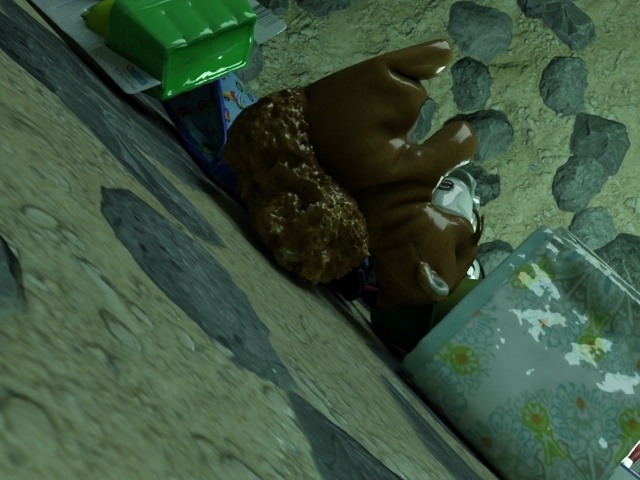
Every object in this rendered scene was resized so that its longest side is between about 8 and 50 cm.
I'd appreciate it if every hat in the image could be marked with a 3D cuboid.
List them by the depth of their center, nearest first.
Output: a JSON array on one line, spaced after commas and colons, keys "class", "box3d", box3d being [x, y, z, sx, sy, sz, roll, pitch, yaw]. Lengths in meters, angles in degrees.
[{"class": "hat", "box3d": [0.093, 0.116, 1.411, 0.184, 0.173, 0.208, 12, -20, 4]}]

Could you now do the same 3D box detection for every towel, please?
[{"class": "towel", "box3d": [0.348, 0.180, 1.238, 0.320, 0.374, 0.090, 44, -25, 17]}]

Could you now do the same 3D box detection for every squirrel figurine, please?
[{"class": "squirrel figurine", "box3d": [0.057, -0.059, 1.250, 0.281, 0.397, 0.370, -12, -83, 61]}]

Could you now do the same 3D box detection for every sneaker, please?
[{"class": "sneaker", "box3d": [0.000, 0.000, 1.355, 0.232, 0.081, 0.090, 46, 27, -22]}, {"class": "sneaker", "box3d": [0.244, 0.036, 1.649, 0.122, 0.146, 0.330, 7, -57, 30]}]

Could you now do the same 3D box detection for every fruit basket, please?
[{"class": "fruit basket", "box3d": [-0.288, -0.385, 1.383, 0.353, 0.327, 0.165, 38, -40, 25]}]

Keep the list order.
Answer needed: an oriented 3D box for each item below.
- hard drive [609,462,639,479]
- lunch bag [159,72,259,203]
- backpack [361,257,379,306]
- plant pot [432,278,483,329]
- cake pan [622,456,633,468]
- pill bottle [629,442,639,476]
[{"class": "hard drive", "box3d": [0.476, 0.424, 1.424, 0.210, 0.040, 0.318, 39, -14, 29]}, {"class": "lunch bag", "box3d": [-0.136, -0.148, 1.454, 0.221, 0.138, 0.293, 43, 14, -46]}, {"class": "backpack", "box3d": [0.140, 0.044, 1.734, 0.117, 0.173, 0.158, 40, 5, -46]}, {"class": "plant pot", "box3d": [0.289, 0.178, 1.506, 0.293, 0.275, 0.275, 25, -11, 46]}, {"class": "cake pan", "box3d": [0.523, 0.379, 1.717, 0.293, 0.054, 0.293, 41, 6, -5]}, {"class": "pill bottle", "box3d": [0.660, 0.482, 2.015, 0.407, 0.229, 0.229, 47, 5, 33]}]
